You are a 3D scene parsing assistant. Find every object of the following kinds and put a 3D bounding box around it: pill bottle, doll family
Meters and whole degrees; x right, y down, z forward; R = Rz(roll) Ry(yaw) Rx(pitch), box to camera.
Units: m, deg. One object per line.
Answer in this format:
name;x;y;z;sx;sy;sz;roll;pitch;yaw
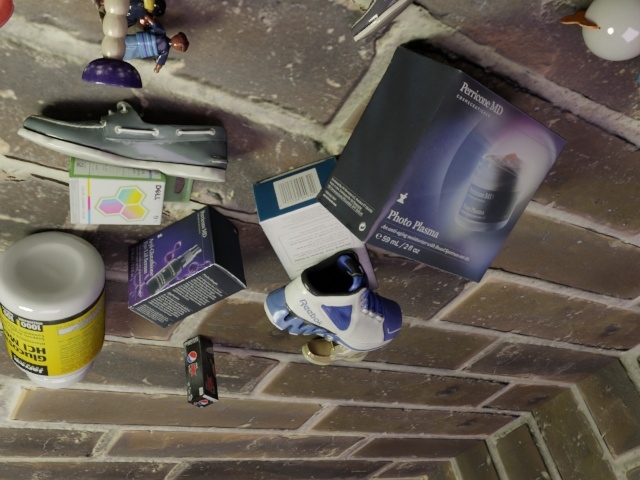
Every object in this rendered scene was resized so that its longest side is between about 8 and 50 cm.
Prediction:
pill bottle;-0.525;0.154;1.179;0.188;0.188;0.334;1;140;-19
doll family;-0.240;-0.314;0.787;0.111;0.076;0.193;-12;148;-11

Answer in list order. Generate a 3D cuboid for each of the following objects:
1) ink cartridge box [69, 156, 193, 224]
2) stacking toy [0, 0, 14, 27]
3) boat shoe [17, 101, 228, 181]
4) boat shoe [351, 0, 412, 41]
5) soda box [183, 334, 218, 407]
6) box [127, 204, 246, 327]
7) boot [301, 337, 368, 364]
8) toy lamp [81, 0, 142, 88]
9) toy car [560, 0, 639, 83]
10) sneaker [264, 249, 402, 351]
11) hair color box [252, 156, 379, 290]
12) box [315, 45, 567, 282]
ink cartridge box;-0.328;-0.085;1.047;0.209;0.062;0.109;1;139;-20
stacking toy;-0.427;-0.363;0.590;0.279;0.130;0.309;-47;135;-25
boat shoe;-0.303;-0.166;0.953;0.320;0.099;0.116;9;-179;-19
boat shoe;0.112;-0.372;0.855;0.206;0.075;0.065;-37;95;34
soda box;-0.299;0.326;1.487;0.053;0.169;0.060;-28;141;17
box;-0.264;0.053;1.170;0.207;0.153;0.108;-28;140;14
boot;0.070;0.266;1.614;0.213;0.077;0.165;5;139;-32
toy lamp;-0.230;-0.319;0.685;0.080;0.080;0.274;2;106;-21
toy car;0.505;-0.345;0.946;0.238;0.210;0.219;14;127;9
sneaker;0.064;0.122;1.216;0.316;0.127;0.182;14;136;-31
hair color box;0.000;0.000;1.230;0.174;0.105;0.347;-18;142;4
box;0.204;-0.119;1.011;0.296;0.183;0.294;18;107;-36
